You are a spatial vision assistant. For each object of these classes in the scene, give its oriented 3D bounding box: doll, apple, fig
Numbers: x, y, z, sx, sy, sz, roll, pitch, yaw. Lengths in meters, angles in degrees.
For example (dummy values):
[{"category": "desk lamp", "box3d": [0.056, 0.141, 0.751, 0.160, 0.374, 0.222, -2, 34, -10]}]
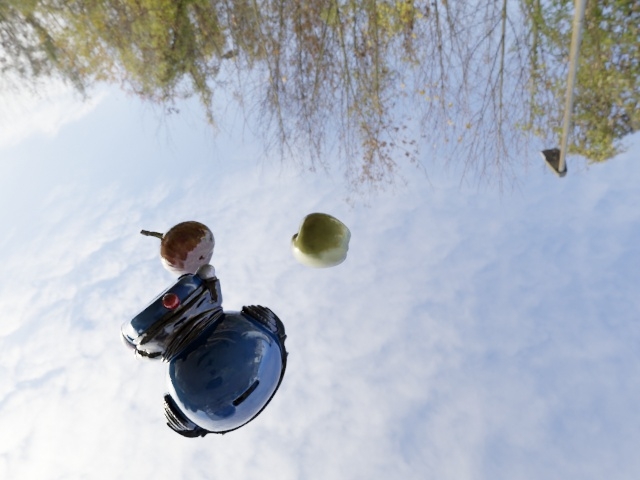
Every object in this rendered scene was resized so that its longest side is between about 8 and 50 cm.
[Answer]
[{"category": "doll", "box3d": [-0.216, 0.222, 0.804, 0.284, 0.310, 0.240, -42, -171, -18]}, {"category": "apple", "box3d": [0.000, 0.000, 1.311, 0.200, 0.200, 0.200, -12, -132, 14]}, {"category": "fig", "box3d": [-0.377, 0.023, 1.120, 0.148, 0.149, 0.202, -20, -167, -39]}]
